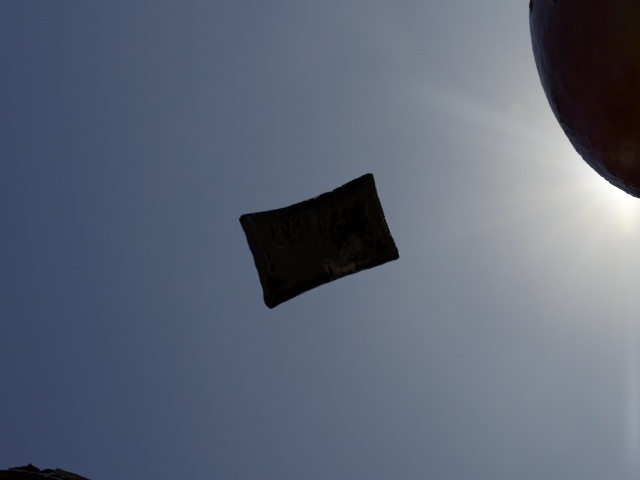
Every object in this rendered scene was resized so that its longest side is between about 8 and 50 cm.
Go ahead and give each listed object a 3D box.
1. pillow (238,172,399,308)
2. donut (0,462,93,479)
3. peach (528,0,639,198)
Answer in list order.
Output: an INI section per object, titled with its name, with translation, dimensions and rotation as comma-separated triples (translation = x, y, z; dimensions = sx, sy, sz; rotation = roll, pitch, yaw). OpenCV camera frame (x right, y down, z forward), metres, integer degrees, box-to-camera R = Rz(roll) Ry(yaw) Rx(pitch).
[pillow]
translation = 0.000, 0.000, 1.437
dimensions = 0.208, 0.055, 0.141
rotation = -19, -86, -10
[donut]
translation = -0.242, 0.364, 0.986
dimensions = 0.345, 0.259, 0.136
rotation = 54, -150, -25
[peach]
translation = 0.343, -0.202, 0.821
dimensions = 0.370, 0.370, 0.370
rotation = 23, -119, -49
